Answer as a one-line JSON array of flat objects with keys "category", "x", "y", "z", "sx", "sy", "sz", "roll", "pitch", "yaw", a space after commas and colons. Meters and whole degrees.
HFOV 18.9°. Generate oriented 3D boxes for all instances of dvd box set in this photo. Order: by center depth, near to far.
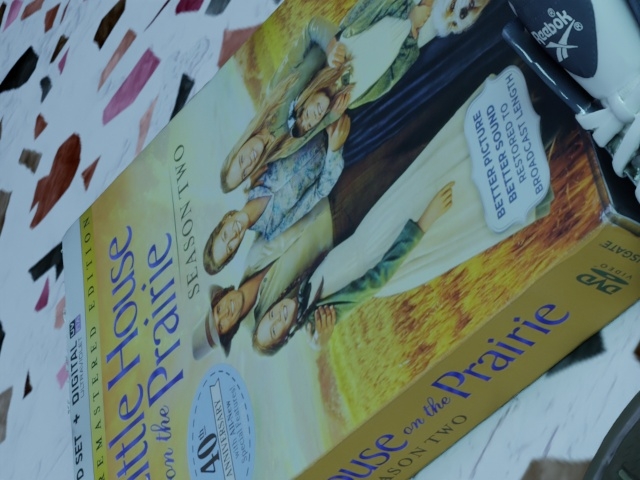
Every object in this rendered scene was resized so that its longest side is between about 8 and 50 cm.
[{"category": "dvd box set", "x": 0.000, "y": 0.000, "z": 1.045, "sx": 0.420, "sy": 0.062, "sz": 0.308, "roll": -42, "pitch": 41, "yaw": 34}]

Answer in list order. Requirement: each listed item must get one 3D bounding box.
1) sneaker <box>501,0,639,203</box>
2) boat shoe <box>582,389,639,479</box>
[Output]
[{"category": "sneaker", "x": 0.131, "y": -0.052, "z": 0.784, "sx": 0.094, "sy": 0.153, "sz": 0.235, "roll": -32, "pitch": 42, "yaw": 61}, {"category": "boat shoe", "x": 0.190, "y": 0.058, "z": 0.667, "sx": 0.307, "sy": 0.104, "sz": 0.111, "roll": -59, "pitch": 37, "yaw": 5}]
